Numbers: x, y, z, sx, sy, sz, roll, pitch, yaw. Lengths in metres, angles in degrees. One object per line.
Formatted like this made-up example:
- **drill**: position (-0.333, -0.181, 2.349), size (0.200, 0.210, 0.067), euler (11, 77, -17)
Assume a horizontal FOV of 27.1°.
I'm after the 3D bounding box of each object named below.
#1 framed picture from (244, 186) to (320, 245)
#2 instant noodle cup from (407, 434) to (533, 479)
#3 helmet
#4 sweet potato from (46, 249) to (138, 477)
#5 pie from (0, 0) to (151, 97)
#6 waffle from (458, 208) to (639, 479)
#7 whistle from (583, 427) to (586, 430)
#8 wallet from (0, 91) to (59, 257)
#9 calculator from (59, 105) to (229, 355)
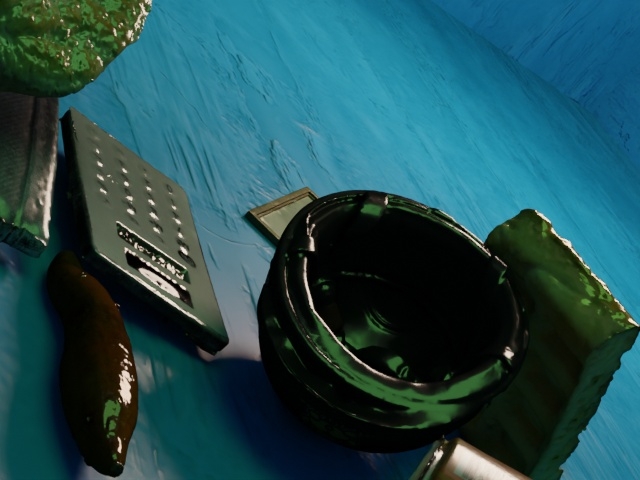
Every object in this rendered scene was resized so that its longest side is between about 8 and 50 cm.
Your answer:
- **framed picture**: position (0.000, 0.000, 1.499), size (0.136, 0.010, 0.201), euler (44, 20, 6)
- **instant noodle cup**: position (0.093, 0.258, 0.740), size (0.214, 0.296, 0.296), euler (35, 18, 8)
- **helmet**: position (0.045, 0.092, 1.151), size (0.230, 0.160, 0.279), euler (30, 44, 2)
- **sweet potato**: position (-0.161, 0.083, 0.952), size (0.057, 0.057, 0.264), euler (30, 18, -28)
- **pie**: position (-0.254, -0.246, 1.083), size (0.257, 0.105, 0.274), euler (20, 59, -25)
- **waffle**: position (0.192, 0.116, 1.264), size (0.057, 0.274, 0.168), euler (-18, 54, -28)
- **whistle**: position (0.204, 0.106, 1.503), size (0.288, 0.106, 0.131), euler (51, 15, 25)
- **wallet**: position (-0.359, -0.130, 1.020), size (0.342, 0.075, 0.237), euler (32, 27, -30)
- **calculator**: position (-0.159, -0.013, 1.171), size (0.161, 0.021, 0.262), euler (38, 16, -33)
